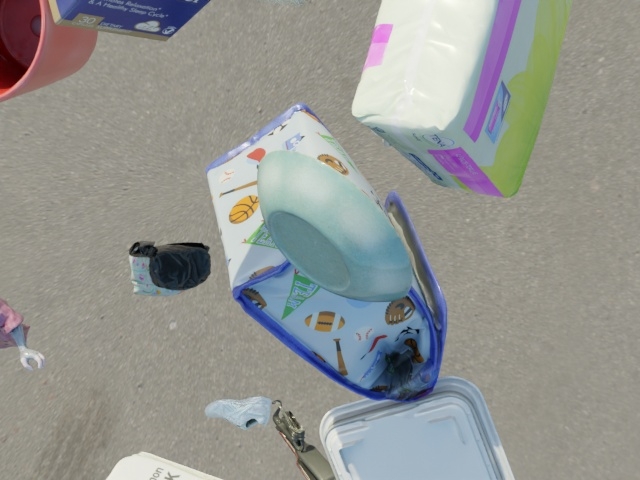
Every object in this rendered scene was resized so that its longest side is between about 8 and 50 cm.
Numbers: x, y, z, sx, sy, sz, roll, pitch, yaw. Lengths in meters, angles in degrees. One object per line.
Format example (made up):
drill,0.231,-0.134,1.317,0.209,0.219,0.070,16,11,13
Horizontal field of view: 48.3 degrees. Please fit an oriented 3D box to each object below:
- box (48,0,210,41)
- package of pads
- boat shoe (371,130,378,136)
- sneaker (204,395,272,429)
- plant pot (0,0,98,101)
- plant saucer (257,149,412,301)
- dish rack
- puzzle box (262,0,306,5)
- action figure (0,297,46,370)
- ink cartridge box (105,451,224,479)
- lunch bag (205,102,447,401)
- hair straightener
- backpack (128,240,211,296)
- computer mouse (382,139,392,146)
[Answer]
box,-0.150,-0.271,0.698,0.136,0.225,0.036,-6,75,-48
package of pads,0.145,-0.201,0.621,0.101,0.229,0.296,15,87,28
boat shoe,0.181,-0.223,1.030,0.258,0.095,0.084,-26,130,-23
sneaker,-0.175,0.362,1.492,0.152,0.053,0.061,-9,61,18
plant pot,-0.510,-0.363,1.174,0.275,0.243,0.275,2,103,9
plant saucer,0.000,0.000,0.695,0.195,0.195,0.037,49,64,-9
dish rack,0.163,0.404,1.144,0.285,0.072,0.333,-20,95,17
puzzle box,-0.189,-0.585,1.341,0.052,0.409,0.272,-43,131,-16
action figure,-0.676,0.133,1.404,0.248,0.370,0.275,-3,82,-19
ink cartridge box,-0.111,0.295,0.402,0.114,0.197,0.273,14,114,10
lunch bag,0.036,0.033,1.100,0.239,0.328,0.385,-32,128,11
hair straightener,-0.033,0.373,1.349,0.047,0.230,0.089,-12,128,-26
backpack,-0.330,0.060,1.491,0.152,0.182,0.115,3,87,-40
computer mouse,0.164,-0.235,1.262,0.042,0.106,0.193,39,58,21
